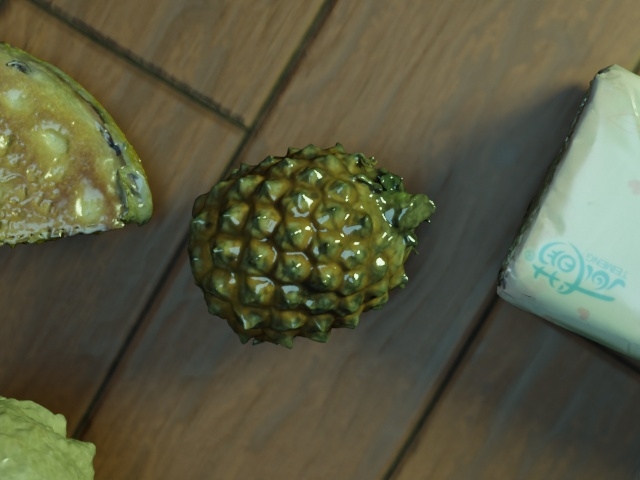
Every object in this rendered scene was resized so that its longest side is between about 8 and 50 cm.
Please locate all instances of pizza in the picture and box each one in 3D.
[{"bbox_3d":[-0.280,-0.088,0.974,0.305,0.085,0.161,32,76,4],"label":"pizza"}]

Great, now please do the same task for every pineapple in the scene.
[{"bbox_3d":[0.000,0.000,0.896,0.193,0.166,0.166,-18,91,23],"label":"pineapple"}]

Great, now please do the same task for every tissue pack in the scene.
[{"bbox_3d":[0.294,0.007,0.868,0.271,0.124,0.201,25,94,8],"label":"tissue pack"}]

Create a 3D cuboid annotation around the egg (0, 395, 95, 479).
[{"bbox_3d":[-0.296,0.279,0.915,0.279,0.279,0.310,32,97,6],"label":"egg"}]
